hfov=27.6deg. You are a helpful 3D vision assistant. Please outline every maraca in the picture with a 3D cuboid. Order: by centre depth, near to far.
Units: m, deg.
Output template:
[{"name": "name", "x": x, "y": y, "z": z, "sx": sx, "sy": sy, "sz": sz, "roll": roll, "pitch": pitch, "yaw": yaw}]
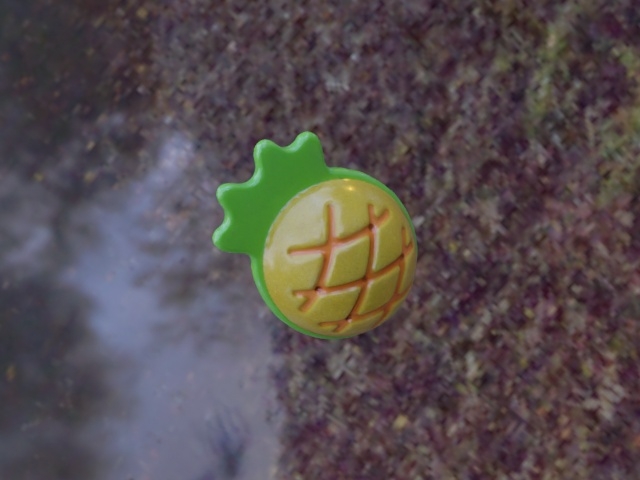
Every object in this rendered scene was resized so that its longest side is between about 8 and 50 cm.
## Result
[{"name": "maraca", "x": 0.000, "y": 0.000, "z": 0.960, "sx": 0.127, "sy": 0.186, "sz": 0.099, "roll": -51, "pitch": 34, "yaw": -5}]
